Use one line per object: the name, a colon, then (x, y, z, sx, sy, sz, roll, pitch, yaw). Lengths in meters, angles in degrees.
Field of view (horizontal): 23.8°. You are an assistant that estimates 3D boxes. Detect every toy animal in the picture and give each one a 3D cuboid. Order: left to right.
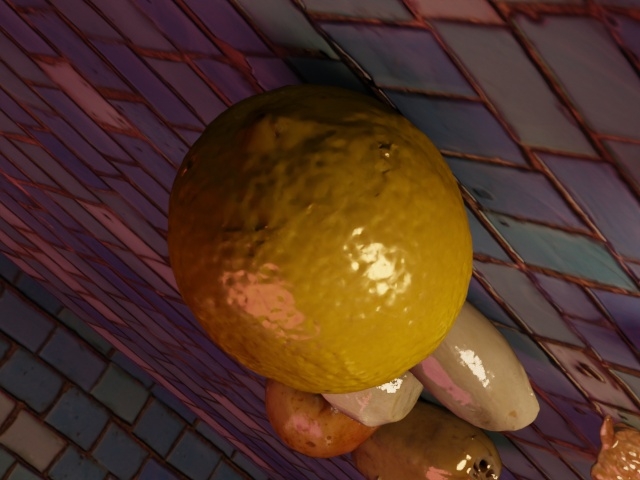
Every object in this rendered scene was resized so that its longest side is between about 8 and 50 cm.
toy animal: (0.452, 0.314, 1.999, 0.185, 0.104, 0.184, 30, 157, 30)

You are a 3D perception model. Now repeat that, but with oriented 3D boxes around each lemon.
lemon: (-0.001, -0.001, 1.580, 0.336, 0.336, 0.336, 31, 164, 10)

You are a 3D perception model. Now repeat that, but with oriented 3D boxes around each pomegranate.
pomegranate: (0.016, 0.235, 2.427, 0.215, 0.215, 0.215, 31, 164, 10)

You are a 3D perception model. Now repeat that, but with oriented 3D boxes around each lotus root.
lotus root: (0.155, 0.351, 2.559, 0.343, 0.151, 0.169, 17, 118, 43)

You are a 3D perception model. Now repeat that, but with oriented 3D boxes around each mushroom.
mushroom: (0.146, 0.120, 1.964, 0.350, 0.128, 0.128, 41, 163, -16)

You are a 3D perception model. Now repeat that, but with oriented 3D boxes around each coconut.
coconut: (0.072, 0.185, 2.254, 0.162, 0.161, 0.161, 29, 164, 22)

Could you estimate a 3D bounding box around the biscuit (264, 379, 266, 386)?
biscuit: (0.023, 0.292, 2.739, 0.252, 0.106, 0.070, 28, 162, 19)
